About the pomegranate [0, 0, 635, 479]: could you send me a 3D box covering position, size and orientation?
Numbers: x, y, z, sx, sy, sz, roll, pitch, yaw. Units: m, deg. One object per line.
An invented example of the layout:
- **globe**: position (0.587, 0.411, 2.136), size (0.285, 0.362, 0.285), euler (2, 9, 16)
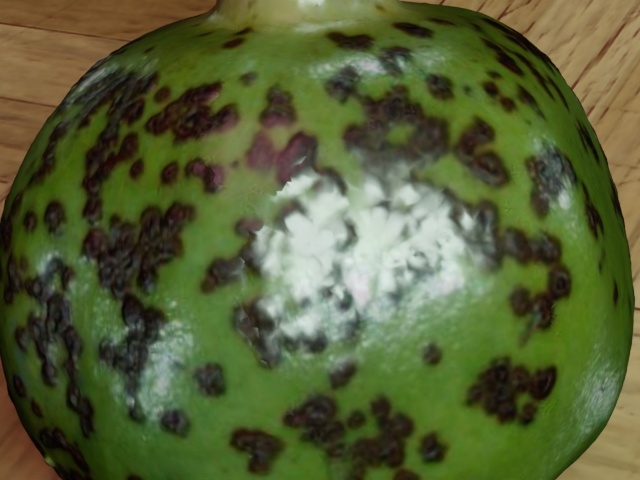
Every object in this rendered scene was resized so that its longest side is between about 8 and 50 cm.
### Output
- **pomegranate**: position (0.000, 0.000, 0.735), size (0.254, 0.270, 0.254), euler (2, 14, 0)
